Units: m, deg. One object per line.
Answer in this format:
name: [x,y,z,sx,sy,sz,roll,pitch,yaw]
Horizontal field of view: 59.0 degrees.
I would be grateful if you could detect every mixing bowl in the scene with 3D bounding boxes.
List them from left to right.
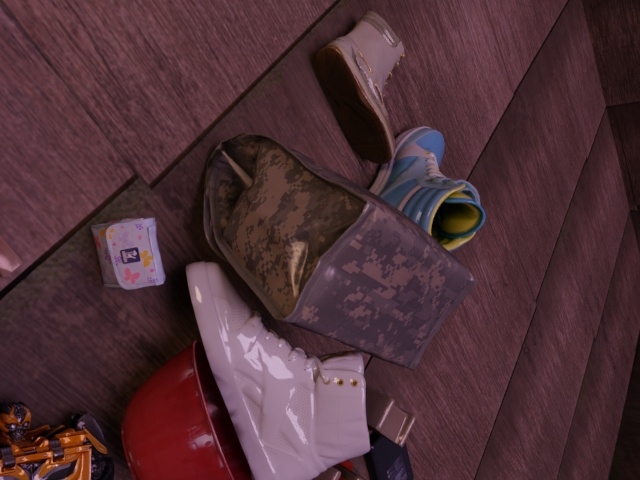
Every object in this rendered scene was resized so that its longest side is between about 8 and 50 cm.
mixing bowl: [-0.147,0.208,0.602,0.098,0.181,0.181,-20,109,-6]

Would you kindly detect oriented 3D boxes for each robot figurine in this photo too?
robot figurine: [-0.274,0.292,0.493,0.211,0.085,0.290,9,83,-50]

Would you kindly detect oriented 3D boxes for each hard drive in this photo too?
hard drive: [0.121,0.387,0.992,0.094,0.022,0.135,-30,112,-45]

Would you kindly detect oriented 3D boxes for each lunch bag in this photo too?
lunch bag: [-0.196,0.012,0.586,0.053,0.083,0.071,-18,104,-48]
lunch bag: [0.000,0.000,0.692,0.235,0.287,0.169,30,98,-43]

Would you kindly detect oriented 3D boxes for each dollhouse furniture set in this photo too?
dollhouse furniture set: [0.018,0.335,0.826,0.262,0.135,0.259,45,69,-39]

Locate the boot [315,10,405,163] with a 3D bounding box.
boot: [0.090,-0.250,0.926,0.165,0.077,0.213,-53,124,-37]

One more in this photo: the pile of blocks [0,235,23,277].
pile of blocks: [-0.327,-0.104,0.417,0.149,0.113,0.362,-20,104,-47]

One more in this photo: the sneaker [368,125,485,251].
sneaker: [0.194,-0.085,0.942,0.127,0.208,0.319,53,52,-32]

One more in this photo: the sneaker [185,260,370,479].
sneaker: [-0.040,0.139,0.672,0.169,0.108,0.292,-21,96,-5]
